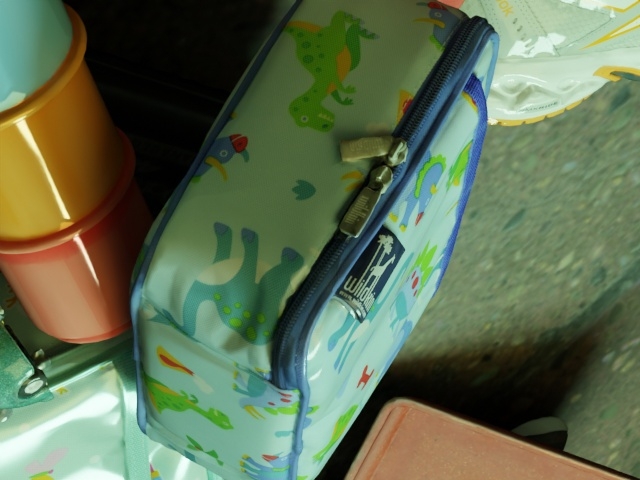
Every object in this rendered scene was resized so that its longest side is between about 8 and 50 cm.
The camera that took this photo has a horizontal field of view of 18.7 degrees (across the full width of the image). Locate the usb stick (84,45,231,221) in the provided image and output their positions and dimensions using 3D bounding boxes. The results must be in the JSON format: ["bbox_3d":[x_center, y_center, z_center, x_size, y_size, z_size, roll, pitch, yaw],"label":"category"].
[{"bbox_3d":[-0.093,-0.047,0.856,0.278,0.045,0.077,14,126,-46],"label":"usb stick"}]

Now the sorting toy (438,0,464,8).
[{"bbox_3d":[0.016,-0.210,0.735,0.255,0.089,0.257,14,120,-46],"label":"sorting toy"}]

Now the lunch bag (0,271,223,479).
[{"bbox_3d":[-0.149,0.128,0.941,0.224,0.108,0.279,-22,140,-19],"label":"lunch bag"}]

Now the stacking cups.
[{"bbox_3d":[-0.139,-0.083,0.695,0.096,0.096,0.316,-29,132,-11],"label":"stacking cups"}]

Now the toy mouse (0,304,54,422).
[{"bbox_3d":[-0.143,0.019,0.736,0.031,0.143,0.161,-32,111,-9],"label":"toy mouse"}]

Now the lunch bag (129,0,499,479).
[{"bbox_3d":[0.000,0.000,0.790,0.176,0.090,0.219,-59,170,-25],"label":"lunch bag"}]

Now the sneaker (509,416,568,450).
[{"bbox_3d":[0.126,0.183,1.254,0.061,0.065,0.158,-2,130,-38],"label":"sneaker"}]

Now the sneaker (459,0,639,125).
[{"bbox_3d":[0.161,-0.138,0.927,0.262,0.099,0.121,-16,133,-28],"label":"sneaker"}]

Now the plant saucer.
[{"bbox_3d":[0.111,0.220,1.210,0.258,0.048,0.259,21,120,-9],"label":"plant saucer"}]
